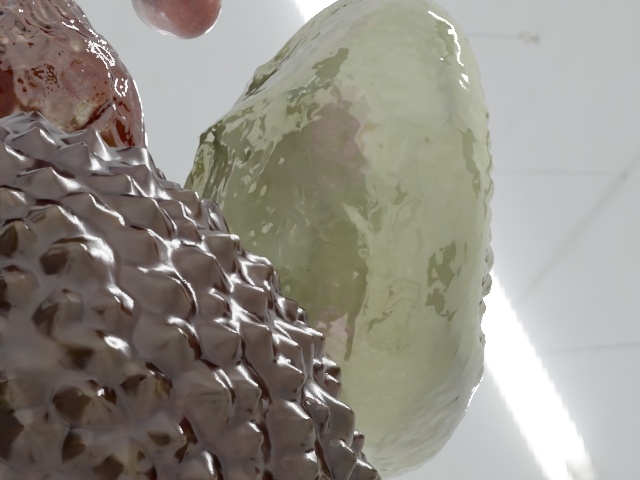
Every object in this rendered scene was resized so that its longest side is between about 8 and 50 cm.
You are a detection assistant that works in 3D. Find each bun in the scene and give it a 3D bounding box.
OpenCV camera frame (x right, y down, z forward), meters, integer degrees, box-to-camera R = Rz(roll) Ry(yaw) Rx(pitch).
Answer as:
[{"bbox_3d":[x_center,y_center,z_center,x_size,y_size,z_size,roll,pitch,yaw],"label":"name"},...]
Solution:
[{"bbox_3d":[0.000,0.000,1.137,0.361,0.213,0.361,177,-90,-84],"label":"bun"}]

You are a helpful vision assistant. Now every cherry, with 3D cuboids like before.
[{"bbox_3d":[-0.174,-0.281,1.875,0.106,0.126,0.087,12,-98,35],"label":"cherry"}]

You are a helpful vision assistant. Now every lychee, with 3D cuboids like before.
[{"bbox_3d":[-0.125,0.097,0.707,0.306,0.330,0.306,-53,-158,31],"label":"lychee"}]

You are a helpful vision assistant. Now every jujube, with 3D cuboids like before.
[{"bbox_3d":[-0.235,-0.108,1.311,0.190,0.190,0.255,-56,-133,40],"label":"jujube"}]
